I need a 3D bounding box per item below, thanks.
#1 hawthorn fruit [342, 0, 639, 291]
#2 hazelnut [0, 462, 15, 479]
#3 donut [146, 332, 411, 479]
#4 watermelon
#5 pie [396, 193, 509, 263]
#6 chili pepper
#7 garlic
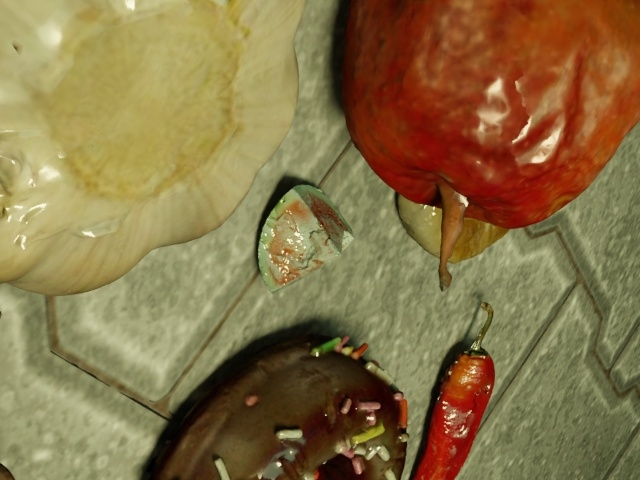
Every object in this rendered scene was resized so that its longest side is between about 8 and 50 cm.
[{"bbox_3d":[0.103,-0.084,0.728,0.207,0.207,0.243,32,73,-56],"label":"hawthorn fruit"},{"bbox_3d":[-0.212,0.156,0.619,0.086,0.086,0.086,-31,136,-36],"label":"hazelnut"},{"bbox_3d":[-0.028,0.201,0.859,0.270,0.103,0.269,-30,133,-37],"label":"donut"},{"bbox_3d":[0.000,0.000,0.782,0.085,0.061,0.085,-21,128,-31],"label":"watermelon"},{"bbox_3d":[0.138,-0.074,0.921,0.195,0.046,0.195,-29,134,-35],"label":"pie"},{"bbox_3d":[0.132,0.178,1.091,0.059,0.050,0.268,-26,136,-61],"label":"chili pepper"},{"bbox_3d":[-0.111,-0.085,0.503,0.228,0.152,0.228,-28,139,-28],"label":"garlic"}]
